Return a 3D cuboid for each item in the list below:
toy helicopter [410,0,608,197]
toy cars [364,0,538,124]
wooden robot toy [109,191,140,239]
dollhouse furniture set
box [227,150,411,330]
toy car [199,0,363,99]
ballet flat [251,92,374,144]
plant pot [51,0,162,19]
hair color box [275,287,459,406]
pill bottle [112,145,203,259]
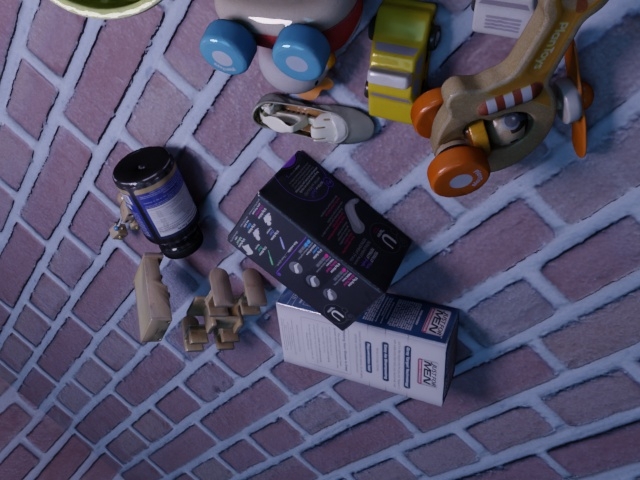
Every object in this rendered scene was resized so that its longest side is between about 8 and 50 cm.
[{"bbox_3d":[0.274,-0.204,0.793,0.235,0.140,0.355,-2,148,-12],"label":"toy helicopter"},{"bbox_3d":[0.176,-0.292,0.841,0.176,0.087,0.393,47,132,-10],"label":"toy cars"},{"bbox_3d":[-0.417,-0.076,1.368,0.173,0.076,0.079,-46,61,43],"label":"wooden robot toy"},{"bbox_3d":[-0.272,0.125,1.366,0.242,0.161,0.212,3,143,-30],"label":"dollhouse furniture set"},{"bbox_3d":[0.000,0.000,1.108,0.270,0.165,0.143,39,133,-2],"label":"box"},{"bbox_3d":[-0.025,-0.291,0.916,0.210,0.219,0.238,11,157,21],"label":"toy car"},{"bbox_3d":[-0.017,-0.193,1.037,0.213,0.068,0.072,16,130,17],"label":"ballet flat"},{"bbox_3d":[-0.191,-0.408,0.726,0.276,0.254,0.276,7,113,18],"label":"plant pot"},{"bbox_3d":[0.093,0.194,1.247,0.347,0.105,0.174,12,129,22],"label":"hair color box"},{"bbox_3d":[-0.317,-0.069,1.251,0.122,0.123,0.219,7,138,24],"label":"pill bottle"}]
